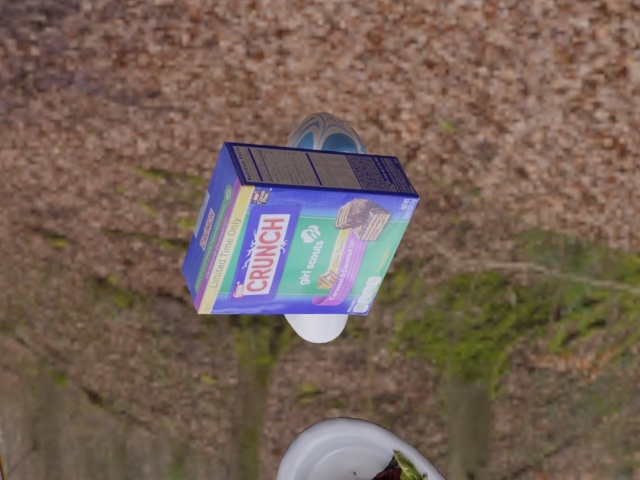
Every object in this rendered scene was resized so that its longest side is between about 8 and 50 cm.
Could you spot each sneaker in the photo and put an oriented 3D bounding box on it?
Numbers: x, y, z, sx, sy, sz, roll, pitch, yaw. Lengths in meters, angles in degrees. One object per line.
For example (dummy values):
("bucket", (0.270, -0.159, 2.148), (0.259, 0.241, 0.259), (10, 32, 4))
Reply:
("sneaker", (0.000, 0.000, 1.101), (0.085, 0.237, 0.086), (-4, -151, -11))

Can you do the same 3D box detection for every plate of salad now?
("plate of salad", (0.030, 0.211, 0.753), (0.048, 0.199, 0.200), (-15, -168, -42))

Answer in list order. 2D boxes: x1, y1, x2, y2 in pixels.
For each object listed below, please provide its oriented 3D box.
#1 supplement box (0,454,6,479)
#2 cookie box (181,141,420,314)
("supplement box", (-0.401, 0.247, 1.250), (0.081, 0.104, 0.188), (-14, 175, 0))
("cookie box", (-0.012, -0.004, 0.657), (0.107, 0.091, 0.040), (2, -141, -26))
